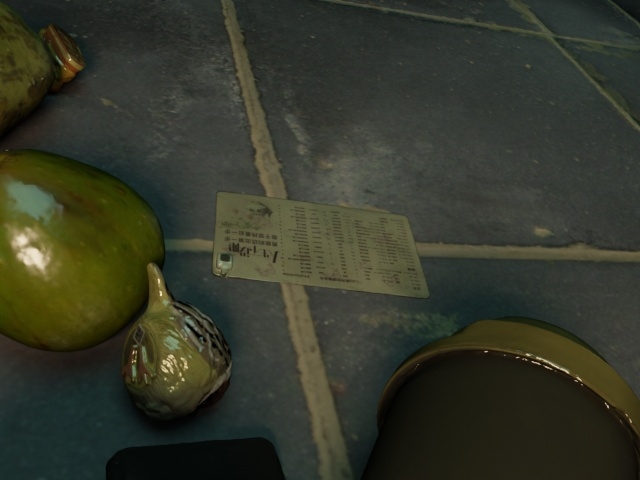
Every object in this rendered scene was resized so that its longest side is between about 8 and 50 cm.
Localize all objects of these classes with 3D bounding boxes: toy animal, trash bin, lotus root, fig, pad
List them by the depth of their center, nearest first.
[{"bbox_3d":[0.125,0.194,0.489,0.214,0.214,0.334,27,41,11],"label":"trash bin"},{"bbox_3d":[-0.125,0.091,0.598,0.098,0.098,0.137,4,79,-16],"label":"toy animal"},{"bbox_3d":[-0.245,0.003,0.614,0.181,0.191,0.181,-15,45,15],"label":"fig"},{"bbox_3d":[-0.430,-0.179,0.774,0.173,0.173,0.309,17,42,-1],"label":"lotus root"},{"bbox_3d":[0.000,0.000,0.829,0.265,0.009,0.159,7,40,-13],"label":"pad"}]

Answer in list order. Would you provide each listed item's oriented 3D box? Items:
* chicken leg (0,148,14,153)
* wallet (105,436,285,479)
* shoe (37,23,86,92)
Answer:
[{"bbox_3d":[-0.393,-0.038,0.681,0.252,0.087,0.107,-10,24,-20],"label":"chicken leg"},{"bbox_3d":[-0.072,0.259,0.477,0.149,0.044,0.250,2,42,-26],"label":"wallet"},{"bbox_3d":[-0.381,-0.261,0.944,0.109,0.069,0.072,46,9,15],"label":"shoe"}]
